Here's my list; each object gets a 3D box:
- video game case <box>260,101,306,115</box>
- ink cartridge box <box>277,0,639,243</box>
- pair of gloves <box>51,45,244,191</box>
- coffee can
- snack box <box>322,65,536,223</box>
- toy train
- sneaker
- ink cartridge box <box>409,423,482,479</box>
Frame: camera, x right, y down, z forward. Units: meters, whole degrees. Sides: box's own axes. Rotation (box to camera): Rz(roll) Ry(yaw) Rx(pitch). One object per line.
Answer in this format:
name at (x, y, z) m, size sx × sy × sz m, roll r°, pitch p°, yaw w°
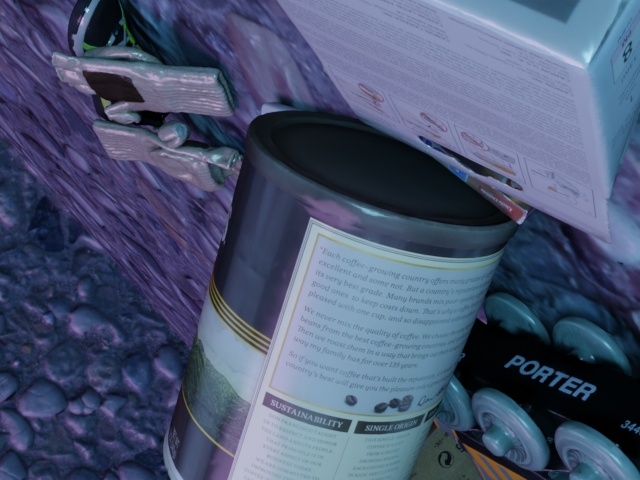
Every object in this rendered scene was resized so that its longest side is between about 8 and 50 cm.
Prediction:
video game case at (0.000, 0.000, 0.857) m, size 0.206 × 0.026 × 0.227 m, roll 26°, pitch 116°, yaw 48°
ink cartridge box at (0.070, -0.092, 0.456) m, size 0.189 × 0.066 × 0.232 m, roll 31°, pitch 180°, yaw 25°
pair of gloves at (-0.190, -0.133, 1.056) m, size 0.204 × 0.042 × 0.240 m, roll 15°, pitch 155°, yaw 10°
coffee can at (0.008, 0.066, 0.690) m, size 0.201 × 0.201 × 0.275 m, roll 34°, pitch 117°, yaw 34°
snack box at (0.087, -0.089, 0.615) m, size 0.178 × 0.064 × 0.022 m, roll 41°, pitch 161°, yaw 17°
toy train at (0.207, 0.164, 0.737) m, size 0.334 × 0.142 × 0.190 m, roll 17°, pitch 138°, yaw 58°
sneaker at (-0.223, -0.212, 1.074) m, size 0.097 × 0.084 × 0.234 m, roll 17°, pitch 157°, yaw 8°
ink cartridge box at (0.114, 0.250, 1.003) m, size 0.088 × 0.235 × 0.193 m, roll 47°, pitch 163°, yaw 1°
